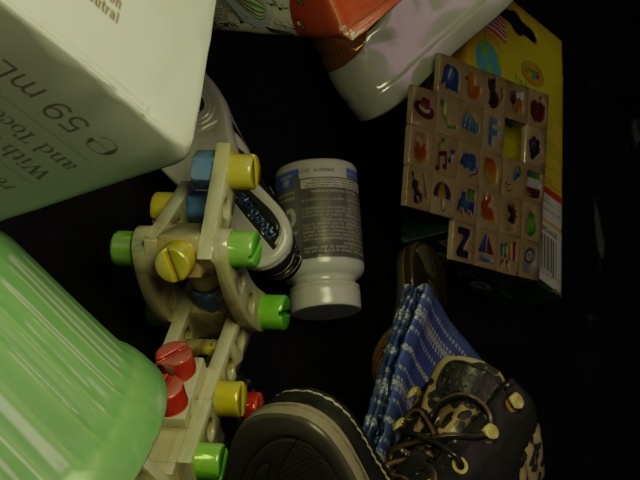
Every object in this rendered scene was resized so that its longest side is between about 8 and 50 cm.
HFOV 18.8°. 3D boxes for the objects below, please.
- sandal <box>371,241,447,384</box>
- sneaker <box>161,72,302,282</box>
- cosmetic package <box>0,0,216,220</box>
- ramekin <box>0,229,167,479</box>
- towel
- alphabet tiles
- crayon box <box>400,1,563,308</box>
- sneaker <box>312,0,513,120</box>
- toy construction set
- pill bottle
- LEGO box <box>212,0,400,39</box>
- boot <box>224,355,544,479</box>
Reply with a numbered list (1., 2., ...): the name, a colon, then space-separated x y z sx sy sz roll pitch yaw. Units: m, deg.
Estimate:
1. sandal: 0.079 0.110 1.854 0.090 0.060 0.219 18 68 -56
2. sneaker: -0.091 -0.053 1.678 0.217 0.079 0.121 60 -3 16
3. cosmetic package: -0.298 -0.208 1.135 0.329 0.393 0.327 37 48 -42
4. ramekin: -0.255 0.128 1.168 0.148 0.303 0.303 51 40 -19
5. towel: 0.097 0.238 1.785 0.243 0.040 0.336 50 50 -47
6. alphabet tiles: 0.156 -0.073 1.922 0.237 0.009 0.198 14 78 -49
7. crayon box: 0.179 -0.110 2.067 0.202 0.081 0.319 33 53 -44
8. sneaker: 0.110 -0.254 1.935 0.290 0.106 0.123 -45 106 -24
9. toy construction set: -0.123 0.098 1.491 0.328 0.151 0.215 -54 147 -40
10. pill bottle: 0.000 0.000 1.770 0.078 0.078 0.137 17 64 -52
11. LEGO box: -0.132 -0.410 1.395 0.193 0.372 0.500 -43 122 -28
12. boot: 0.067 0.201 1.575 0.284 0.138 0.377 -57 135 -41
